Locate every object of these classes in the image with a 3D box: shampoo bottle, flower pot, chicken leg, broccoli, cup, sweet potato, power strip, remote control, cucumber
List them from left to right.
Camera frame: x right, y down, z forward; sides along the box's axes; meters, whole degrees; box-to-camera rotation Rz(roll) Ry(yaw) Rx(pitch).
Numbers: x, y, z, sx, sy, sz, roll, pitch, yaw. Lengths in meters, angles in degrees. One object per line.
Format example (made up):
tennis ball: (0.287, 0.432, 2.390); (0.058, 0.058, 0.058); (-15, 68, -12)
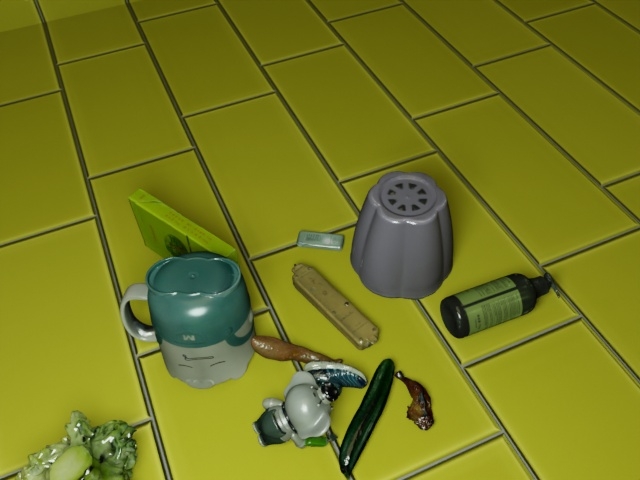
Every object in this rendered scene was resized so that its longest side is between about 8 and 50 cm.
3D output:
broccoli: (-0.454, 0.449, 1.138); (0.247, 0.246, 0.288); (-7, 47, -12)
cup: (-0.291, 0.163, 1.387); (0.289, 0.258, 0.219); (1, 43, 4)
sweet potato: (-0.056, 0.253, 1.411); (0.214, 0.050, 0.050); (16, 47, -14)
remote control: (0.000, 0.000, 1.672); (0.124, 0.018, 0.053); (5, 48, 7)
power strip: (0.028, 0.154, 1.519); (0.064, 0.044, 0.305); (-33, 57, -24)
cucumber: (0.100, 0.361, 1.324); (0.056, 0.056, 0.284); (17, 51, 17)
flower pot: (0.208, -0.024, 1.540); (0.264, 0.243, 0.265); (0, 51, 0)
chicken leg: (0.204, 0.340, 1.356); (0.062, 0.037, 0.145); (-17, 50, 5)
shampoo bottle: (0.424, 0.139, 1.476); (0.283, 0.101, 0.101); (-18, 50, -13)

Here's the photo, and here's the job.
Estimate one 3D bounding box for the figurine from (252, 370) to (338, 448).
figurine: (-0.044, 0.351, 1.286); (0.192, 0.126, 0.147); (-34, 61, 15)

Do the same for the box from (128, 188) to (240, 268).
box: (-0.330, 0.016, 1.558); (0.335, 0.187, 0.047); (29, 57, 25)

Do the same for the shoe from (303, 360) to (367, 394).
shoe: (0.031, 0.305, 1.373); (0.142, 0.064, 0.071); (7, 65, 1)
